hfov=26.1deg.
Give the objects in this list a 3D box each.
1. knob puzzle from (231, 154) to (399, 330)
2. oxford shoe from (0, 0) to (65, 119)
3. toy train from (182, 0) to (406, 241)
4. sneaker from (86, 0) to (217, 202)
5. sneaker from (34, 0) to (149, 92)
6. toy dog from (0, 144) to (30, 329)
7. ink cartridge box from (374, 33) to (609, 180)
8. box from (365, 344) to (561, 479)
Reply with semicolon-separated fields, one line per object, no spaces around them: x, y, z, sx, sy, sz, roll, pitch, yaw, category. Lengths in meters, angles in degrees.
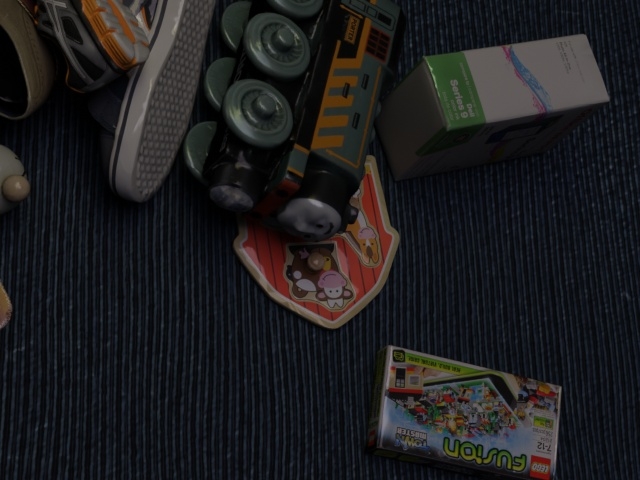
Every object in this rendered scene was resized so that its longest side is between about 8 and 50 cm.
0.000;0.000;1.479;0.213;0.030;0.213;7;69;-19;knob puzzle
-0.376;-0.257;1.307;0.123;0.130;0.348;-40;112;14;oxford shoe
-0.020;-0.156;1.457;0.190;0.142;0.334;25;55;-19;toy train
-0.192;-0.199;1.427;0.127;0.126;0.321;11;77;14;sneaker
-0.249;-0.239;1.348;0.084;0.083;0.215;12;45;-57;sneaker
-0.374;0.024;1.236;0.334;0.161;0.220;-62;141;-21;toy dog
0.187;-0.149;1.533;0.212;0.154;0.093;-13;76;-25;ink cartridge box
0.154;0.190;1.466;0.207;0.036;0.114;14;67;-16;box
